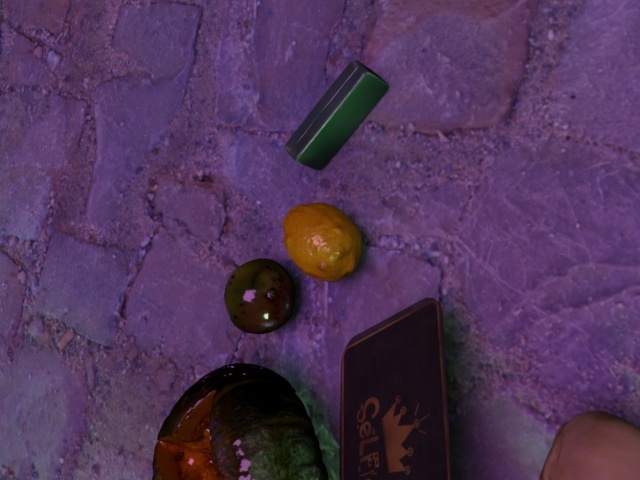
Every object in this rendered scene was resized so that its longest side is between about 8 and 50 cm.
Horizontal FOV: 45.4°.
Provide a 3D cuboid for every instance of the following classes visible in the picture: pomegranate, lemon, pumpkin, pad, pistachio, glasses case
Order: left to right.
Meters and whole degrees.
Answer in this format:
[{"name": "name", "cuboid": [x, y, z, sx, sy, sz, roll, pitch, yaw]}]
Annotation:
[{"name": "pumpkin", "cuboid": [-0.126, 0.355, 1.169, 0.320, 0.192, 0.320, -13, 72, 46]}, {"name": "pomegranate", "cuboid": [-0.097, 0.093, 1.256, 0.130, 0.130, 0.130, -4, 82, 31]}, {"name": "lemon", "cuboid": [0.000, 0.000, 1.204, 0.155, 0.114, 0.114, 39, 104, 33]}, {"name": "glasses case", "cuboid": [0.025, -0.199, 1.233, 0.184, 0.077, 0.039, -49, 59, 16]}, {"name": "pad", "cuboid": [0.055, 0.283, 1.066, 0.315, 0.063, 0.375, -39, 40, 47]}, {"name": "pistachio", "cuboid": [0.376, 0.333, 0.888, 0.187, 0.187, 0.299, -50, 51, 16]}]
